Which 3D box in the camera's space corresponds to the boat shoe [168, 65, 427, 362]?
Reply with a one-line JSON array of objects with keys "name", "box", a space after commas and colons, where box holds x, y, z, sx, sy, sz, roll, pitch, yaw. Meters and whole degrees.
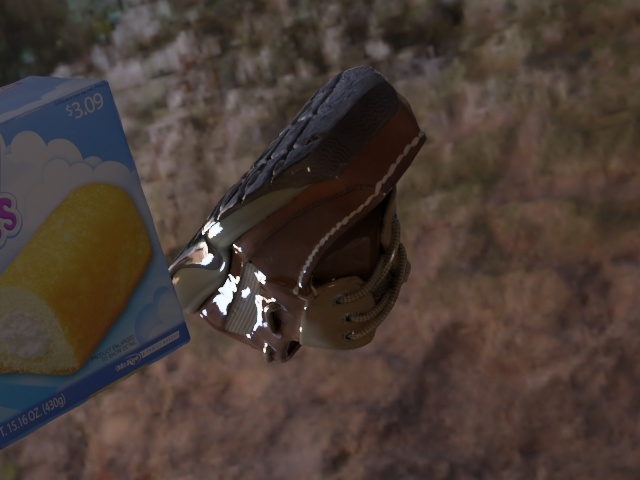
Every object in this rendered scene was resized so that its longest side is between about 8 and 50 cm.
[{"name": "boat shoe", "box": [0.000, 0.000, 0.817, 0.122, 0.120, 0.324, -50, -176, -20]}]

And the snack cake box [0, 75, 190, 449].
[{"name": "snack cake box", "box": [-0.208, 0.034, 0.670, 0.264, 0.152, 0.089, -29, -156, -33]}]
